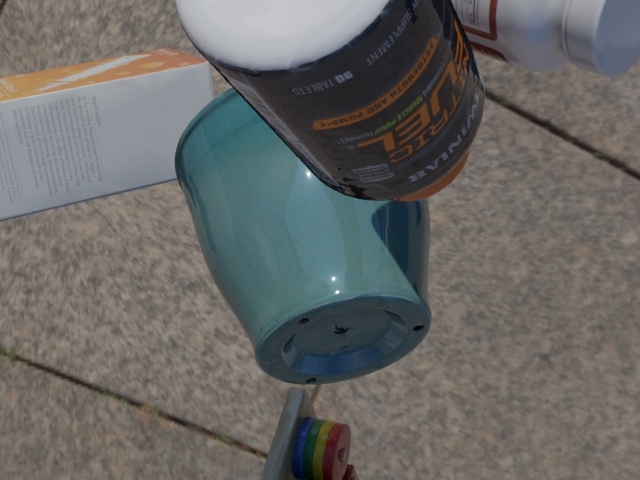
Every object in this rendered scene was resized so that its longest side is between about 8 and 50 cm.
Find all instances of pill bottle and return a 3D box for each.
[{"bbox_3d":[0.023,-0.104,0.616,0.130,0.245,0.131,-7,70,19],"label":"pill bottle"},{"bbox_3d":[0.140,-0.197,0.778,0.121,0.216,0.121,-28,133,-36],"label":"pill bottle"}]

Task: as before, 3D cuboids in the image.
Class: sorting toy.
[{"bbox_3d":[-0.014,0.386,1.497,0.089,0.255,0.257,7,57,17],"label":"sorting toy"}]

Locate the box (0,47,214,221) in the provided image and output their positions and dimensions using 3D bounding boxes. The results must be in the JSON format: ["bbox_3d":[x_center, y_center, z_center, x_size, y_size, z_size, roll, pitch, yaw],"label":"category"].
[{"bbox_3d":[-0.346,-0.167,1.549,0.345,0.215,0.168,-15,111,-21],"label":"box"}]

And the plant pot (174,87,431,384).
[{"bbox_3d":[0.000,0.000,1.091,0.271,0.272,0.255,-6,56,-14],"label":"plant pot"}]
